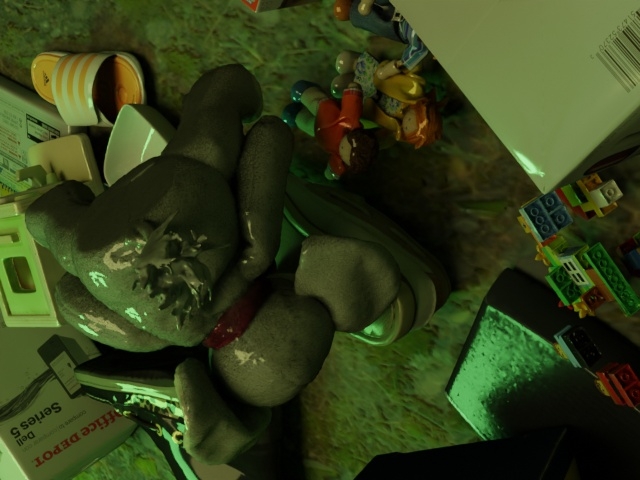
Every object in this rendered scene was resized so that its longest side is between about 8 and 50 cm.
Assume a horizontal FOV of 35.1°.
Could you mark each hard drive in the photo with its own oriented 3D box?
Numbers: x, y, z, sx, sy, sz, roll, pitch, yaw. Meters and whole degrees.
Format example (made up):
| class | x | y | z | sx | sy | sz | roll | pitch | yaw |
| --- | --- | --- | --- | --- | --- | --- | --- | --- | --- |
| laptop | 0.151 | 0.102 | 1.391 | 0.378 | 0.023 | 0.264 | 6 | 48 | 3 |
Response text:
| class | x | y | z | sx | sy | sz | roll | pitch | yaw |
| --- | --- | --- | --- | --- | --- | --- | --- | --- | --- |
| hard drive | 0.229 | 0.160 | 0.914 | 0.254 | 0.054 | 0.172 | 39 | 131 | 28 |

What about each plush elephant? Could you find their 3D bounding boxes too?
| class | x | y | z | sx | sy | sz | roll | pitch | yaw |
| --- | --- | --- | --- | --- | --- | --- | --- | --- | --- |
| plush elephant | -0.086 | 0.040 | 0.920 | 0.255 | 0.272 | 0.330 | 51 | -176 | -30 |

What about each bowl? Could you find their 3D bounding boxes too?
| class | x | y | z | sx | sy | sz | roll | pitch | yaw |
| --- | --- | --- | --- | --- | --- | --- | --- | --- | --- |
| bowl | -0.203 | -0.088 | 1.261 | 0.142 | 0.053 | 0.142 | 48 | 133 | 22 |

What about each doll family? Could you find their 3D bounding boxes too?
| class | x | y | z | sx | sy | sz | roll | pitch | yaw |
| --- | --- | --- | --- | --- | --- | --- | --- | --- | --- |
| doll family | 0.066 | -0.176 | 0.914 | 0.163 | 0.118 | 0.263 | 43 | 130 | 50 |

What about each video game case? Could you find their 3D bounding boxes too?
| class | x | y | z | sx | sy | sz | roll | pitch | yaw |
| --- | --- | --- | --- | --- | --- | --- | --- | --- | --- |
| video game case | -0.458 | -0.091 | 1.539 | 0.329 | 0.036 | 0.300 | 27 | 124 | 35 |

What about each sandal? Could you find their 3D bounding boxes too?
| class | x | y | z | sx | sy | sz | roll | pitch | yaw |
| --- | --- | --- | --- | --- | --- | --- | --- | --- | --- |
| sandal | -0.325 | -0.195 | 1.325 | 0.265 | 0.076 | 0.102 | 13 | 115 | 43 |

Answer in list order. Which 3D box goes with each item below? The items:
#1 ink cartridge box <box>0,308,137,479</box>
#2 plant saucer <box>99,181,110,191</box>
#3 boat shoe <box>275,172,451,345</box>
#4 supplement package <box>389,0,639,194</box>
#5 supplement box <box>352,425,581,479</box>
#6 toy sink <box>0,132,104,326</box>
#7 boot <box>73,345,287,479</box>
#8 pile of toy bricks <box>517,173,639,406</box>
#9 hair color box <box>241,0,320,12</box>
| class | x | y | z | sx | sy | sz | roll | pitch | yaw |
| --- | --- | --- | --- | --- | --- | --- | --- | --- | --- |
| ink cartridge box | -0.420 | 0.216 | 1.478 | 0.273 | 0.198 | 0.115 | 52 | 143 | 8 |
| plant saucer | -0.273 | 0.009 | 1.386 | 0.195 | 0.037 | 0.195 | 21 | 121 | 40 |
| boat shoe | 0.000 | 0.000 | 1.048 | 0.302 | 0.103 | 0.113 | 38 | 127 | 29 |
| supplement package | 0.215 | -0.199 | 0.712 | 0.204 | 0.145 | 0.262 | 55 | 137 | 15 |
| supplement box | 0.147 | 0.368 | 0.854 | 0.194 | 0.195 | 0.357 | -14 | 94 | 25 |
| toy sink | -0.371 | -0.011 | 1.353 | 0.152 | 0.131 | 0.234 | -4 | 103 | 46 |
| boot | -0.171 | 0.284 | 1.329 | 0.377 | 0.138 | 0.284 | -1 | 106 | 41 |
| pile of toy bricks | 0.224 | 0.036 | 0.847 | 0.212 | 0.118 | 0.105 | 57 | 169 | -1 |
| hair color box | -0.022 | -0.304 | 0.954 | 0.053 | 0.093 | 0.167 | 44 | 134 | 25 |
